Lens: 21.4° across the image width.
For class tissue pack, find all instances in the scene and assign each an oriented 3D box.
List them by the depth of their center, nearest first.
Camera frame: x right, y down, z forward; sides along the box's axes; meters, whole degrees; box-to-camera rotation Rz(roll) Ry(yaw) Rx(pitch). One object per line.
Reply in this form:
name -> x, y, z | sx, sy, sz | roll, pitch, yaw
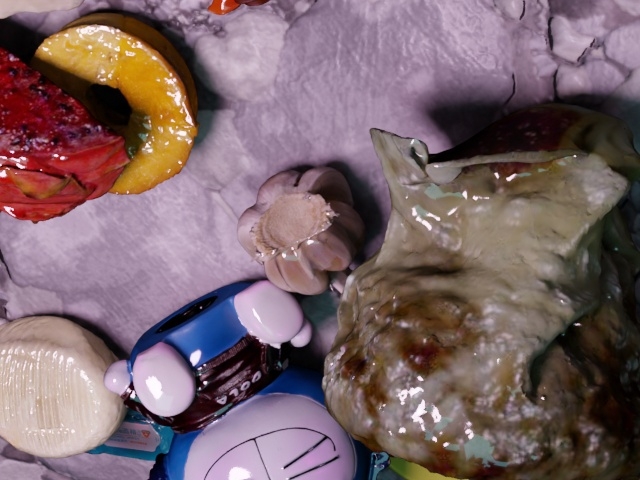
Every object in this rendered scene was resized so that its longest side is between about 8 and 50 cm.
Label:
tissue pack -> -0.225, 0.228, 2.019 | 0.138, 0.028, 0.085 | 5, 122, 14

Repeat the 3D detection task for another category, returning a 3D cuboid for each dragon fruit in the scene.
dragon fruit -> -0.359, -0.087, 1.700 | 0.317, 0.152, 0.205 | 34, 146, 17

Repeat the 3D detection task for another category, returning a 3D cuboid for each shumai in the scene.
shumai -> 0.196, 0.037, 1.642 | 0.395, 0.395, 0.348 | 13, 98, 3

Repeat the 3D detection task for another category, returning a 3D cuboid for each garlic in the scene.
garlic -> 0.000, 0.000, 1.769 | 0.131, 0.127, 0.194 | -43, 139, 9

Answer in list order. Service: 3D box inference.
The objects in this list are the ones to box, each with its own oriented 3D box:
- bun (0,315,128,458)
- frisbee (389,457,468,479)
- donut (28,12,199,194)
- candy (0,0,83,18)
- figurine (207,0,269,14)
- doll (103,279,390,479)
bun -> -0.308, 0.165, 1.947 | 0.188, 0.111, 0.164 | -2, 107, 16
frisbee -> 0.158, 0.206, 1.929 | 0.236, 0.017, 0.236 | 5, 125, 7
donut -> -0.207, -0.146, 1.725 | 0.174, 0.074, 0.190 | -34, 108, 31
candy -> -0.367, -0.296, 1.536 | 0.320, 0.135, 0.179 | -13, 134, -24
figurine -> -0.080, -0.297, 1.542 | 0.160, 0.183, 0.226 | 42, 156, 32
doll -> -0.073, 0.211, 1.855 | 0.284, 0.240, 0.310 | -29, 101, -1
